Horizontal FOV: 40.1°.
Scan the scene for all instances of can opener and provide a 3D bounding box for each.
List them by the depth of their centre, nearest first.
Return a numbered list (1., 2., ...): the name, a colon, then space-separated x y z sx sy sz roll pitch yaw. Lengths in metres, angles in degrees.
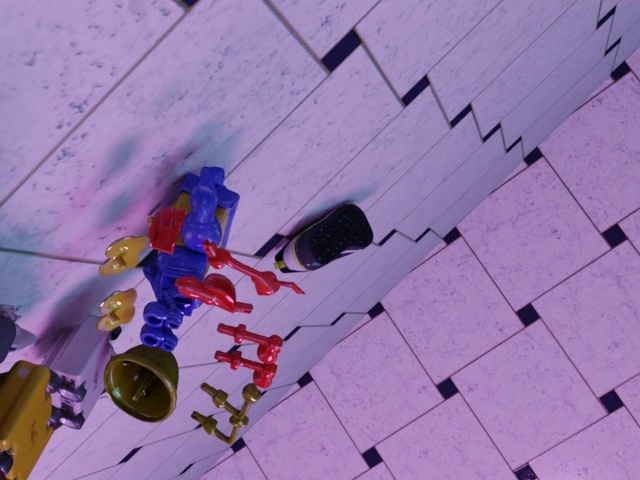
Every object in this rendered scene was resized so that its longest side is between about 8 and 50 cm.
1. can opener: -0.294 0.092 0.723 0.280 0.074 0.093 159 -47 -79

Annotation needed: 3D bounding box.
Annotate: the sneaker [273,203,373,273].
1. sneaker: 0.000 0.000 1.489 0.097 0.084 0.235 -22 180 36

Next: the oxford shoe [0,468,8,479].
1. oxford shoe: -0.341 0.205 0.707 0.130 0.123 0.348 -35 -163 -34

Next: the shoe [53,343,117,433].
1. shoe: -0.353 0.220 1.156 0.219 0.058 0.076 -37 166 -20

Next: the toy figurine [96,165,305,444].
1. toy figurine: -0.122 0.041 0.975 0.362 0.191 0.217 110 -6 -50

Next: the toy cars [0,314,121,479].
1. toy cars: -0.308 0.163 0.950 0.393 0.087 0.176 -69 -176 -83
